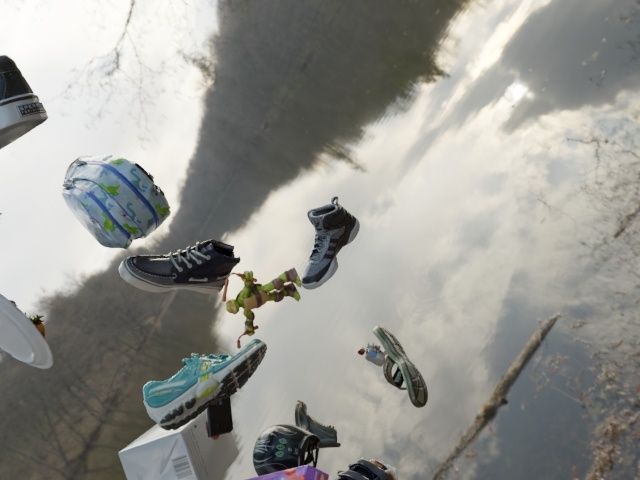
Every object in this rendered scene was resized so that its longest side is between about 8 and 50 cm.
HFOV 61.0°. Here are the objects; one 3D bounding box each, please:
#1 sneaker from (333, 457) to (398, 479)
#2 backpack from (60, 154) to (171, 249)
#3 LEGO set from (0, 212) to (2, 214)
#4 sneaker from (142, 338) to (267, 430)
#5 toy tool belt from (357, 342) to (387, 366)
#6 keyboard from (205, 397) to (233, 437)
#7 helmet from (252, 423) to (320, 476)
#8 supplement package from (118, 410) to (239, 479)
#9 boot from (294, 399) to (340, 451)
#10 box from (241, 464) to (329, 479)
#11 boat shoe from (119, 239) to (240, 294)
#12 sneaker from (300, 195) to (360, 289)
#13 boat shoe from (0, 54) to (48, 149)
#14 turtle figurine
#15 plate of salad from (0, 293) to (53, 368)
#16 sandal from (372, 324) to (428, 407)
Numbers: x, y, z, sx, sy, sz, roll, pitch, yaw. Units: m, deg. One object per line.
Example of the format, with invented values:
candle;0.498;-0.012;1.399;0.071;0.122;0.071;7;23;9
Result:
sneaker;0.101;0.618;1.373;0.126;0.321;0.128;16;79;33
backpack;-0.571;-0.105;1.525;0.355;0.290;0.273;-5;34;38
LEGO set;-0.940;-0.063;1.548;0.054;0.023;0.083;-35;-25;11
sneaker;-0.230;0.269;1.116;0.275;0.110;0.107;-25;-34;-32
toy tool belt;0.147;0.314;1.531;0.052;0.083;0.051;-60;1;44
keyboard;-0.259;0.372;1.297;0.023;0.108;0.180;-17;74;30
helmet;-0.094;0.548;1.385;0.161;0.169;0.170;-3;44;26
supplement package;-0.357;0.558;1.429;0.175;0.178;0.293;-21;-3;7
boot;-0.011;0.583;1.708;0.198;0.136;0.077;-97;1;-58
box;-0.108;0.576;1.090;0.293;0.057;0.201;-36;27;45
boat shoe;-0.387;0.058;1.547;0.158;0.340;0.127;-50;57;22
sneaker;0.000;0.000;1.550;0.101;0.153;0.269;12;60;44
boat shoe;-0.509;-0.143;0.711;0.306;0.105;0.113;-22;11;18
turtle figurine;-0.161;0.156;1.429;0.087;0.217;0.270;47;147;45
plate of salad;-0.543;0.148;0.962;0.200;0.200;0.048;-46;4;47
sandal;0.229;0.383;1.634;0.086;0.120;0.303;-41;40;9
